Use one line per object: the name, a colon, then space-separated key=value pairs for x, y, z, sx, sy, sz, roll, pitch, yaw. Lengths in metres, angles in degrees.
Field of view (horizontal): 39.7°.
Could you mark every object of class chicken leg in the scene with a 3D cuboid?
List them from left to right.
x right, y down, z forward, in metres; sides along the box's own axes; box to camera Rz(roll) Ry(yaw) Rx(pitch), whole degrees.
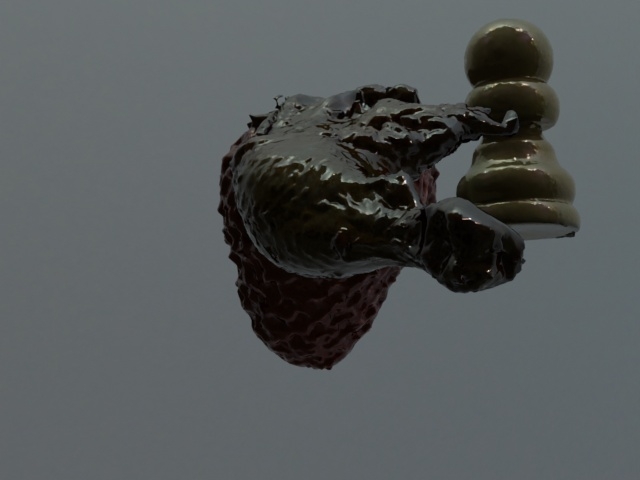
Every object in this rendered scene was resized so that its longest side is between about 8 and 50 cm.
chicken leg: x=0.036 y=-0.040 z=0.554 sx=0.177 sy=0.322 sz=0.083 roll=-8 pitch=-68 yaw=15

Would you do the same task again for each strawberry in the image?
strawberry: x=0.000 y=0.000 z=0.823 sx=0.205 sy=0.205 sz=0.245 roll=13 pitch=-72 yaw=21

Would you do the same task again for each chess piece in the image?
chess piece: x=0.149 y=-0.087 z=0.690 sx=0.094 sy=0.094 sz=0.171 roll=-5 pitch=-102 yaw=22
